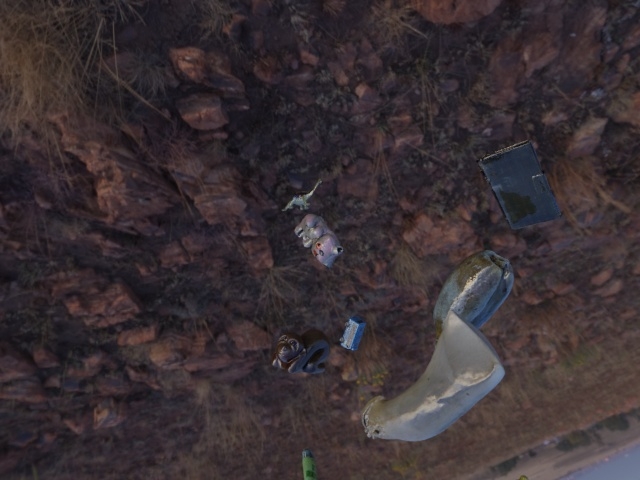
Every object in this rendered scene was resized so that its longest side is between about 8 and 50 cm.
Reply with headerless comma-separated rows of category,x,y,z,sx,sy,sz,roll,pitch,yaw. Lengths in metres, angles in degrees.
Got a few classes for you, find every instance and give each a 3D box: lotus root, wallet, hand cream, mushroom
lotus root,0.396,0.171,1.162,0.158,0.140,0.322,11,118,-37
wallet,0.644,-0.169,1.358,0.169,0.044,0.317,-19,124,34
hand cream,-0.039,0.910,1.647,0.046,0.175,0.095,-27,126,9
mushroom,0.256,0.370,1.010,0.126,0.177,0.397,16,117,-48

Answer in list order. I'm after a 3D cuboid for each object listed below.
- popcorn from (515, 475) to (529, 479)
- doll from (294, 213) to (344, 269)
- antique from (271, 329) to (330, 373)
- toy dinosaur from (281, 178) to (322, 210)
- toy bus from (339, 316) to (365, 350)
popcorn,0.617,0.875,1.266,0.292,0.237,0.293,2,109,5
doll,0.000,0.000,1.399,0.095,0.192,0.149,-30,174,-31
antique,-0.061,0.378,1.447,0.257,0.121,0.143,17,84,-48
toy dinosaur,-0.055,-0.100,1.099,0.180,0.058,0.037,-24,141,36
toy bus,0.086,0.246,1.108,0.038,0.046,0.083,1,111,-50
